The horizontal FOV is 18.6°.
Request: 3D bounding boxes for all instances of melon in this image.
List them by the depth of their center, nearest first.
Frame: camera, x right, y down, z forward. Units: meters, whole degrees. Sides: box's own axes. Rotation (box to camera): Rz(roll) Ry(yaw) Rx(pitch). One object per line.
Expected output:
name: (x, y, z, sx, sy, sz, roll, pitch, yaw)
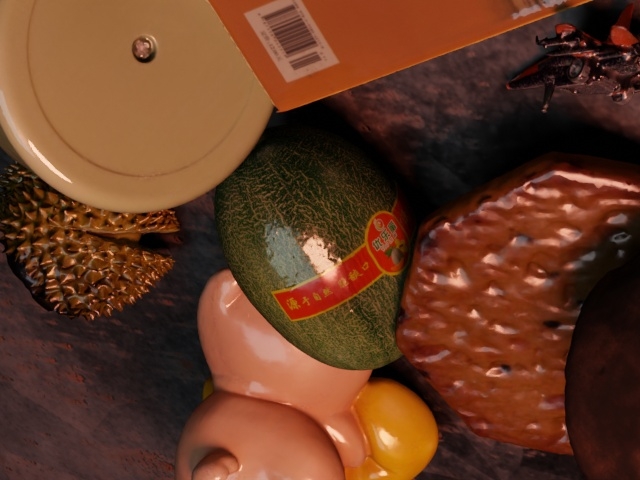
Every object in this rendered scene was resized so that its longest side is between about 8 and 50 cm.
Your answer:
melon: (0.000, 0.000, 1.877, 0.182, 0.182, 0.288, -13, 126, 42)

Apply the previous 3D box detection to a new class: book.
book: (0.055, -0.268, 1.629, 0.374, 0.028, 0.262, -18, 117, 29)

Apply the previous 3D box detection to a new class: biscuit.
biscuit: (0.242, 0.066, 1.798, 0.359, 0.046, 0.359, 3, 129, 4)

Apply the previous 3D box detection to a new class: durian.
durian: (-0.282, 0.001, 2.114, 0.237, 0.138, 0.193, -11, 122, 42)

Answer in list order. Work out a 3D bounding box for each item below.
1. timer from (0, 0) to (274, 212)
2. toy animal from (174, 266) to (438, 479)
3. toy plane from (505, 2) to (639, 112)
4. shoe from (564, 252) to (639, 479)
timer: (-0.230, -0.180, 1.836, 0.291, 0.291, 0.315, 55, 158, -22)
toy animal: (-0.031, 0.211, 2.058, 0.277, 0.247, 0.345, 23, 139, 13)
toy plane: (0.221, -0.145, 1.669, 0.130, 0.061, 0.189, 21, 153, -31)
shoe: (0.338, 0.060, 1.637, 0.237, 0.171, 0.384, 17, 101, 43)
